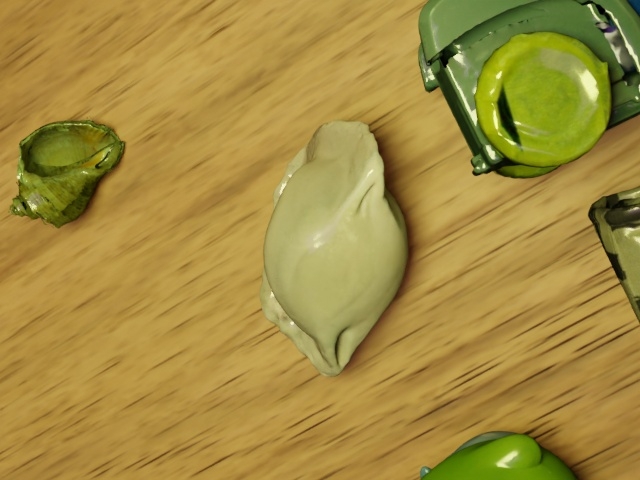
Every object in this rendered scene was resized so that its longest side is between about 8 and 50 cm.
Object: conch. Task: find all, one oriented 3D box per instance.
[{"bbox_3d":[-0.235,-0.064,1.145,0.121,0.074,0.089,-38,127,-3],"label":"conch"}]

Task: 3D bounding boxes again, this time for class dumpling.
[{"bbox_3d":[0.000,0.000,1.077,0.151,0.124,0.228,38,121,46],"label":"dumpling"}]

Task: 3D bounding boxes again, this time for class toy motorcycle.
[{"bbox_3d":[0.229,-0.185,0.955,0.326,0.191,0.200,-28,88,3],"label":"toy motorcycle"}]

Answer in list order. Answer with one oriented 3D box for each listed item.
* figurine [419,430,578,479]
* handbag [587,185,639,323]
[{"bbox_3d":[0.123,0.269,1.079,0.162,0.143,0.263,44,119,1],"label":"figurine"},{"bbox_3d":[0.412,0.056,0.945,0.327,0.162,0.325,-23,95,12],"label":"handbag"}]
